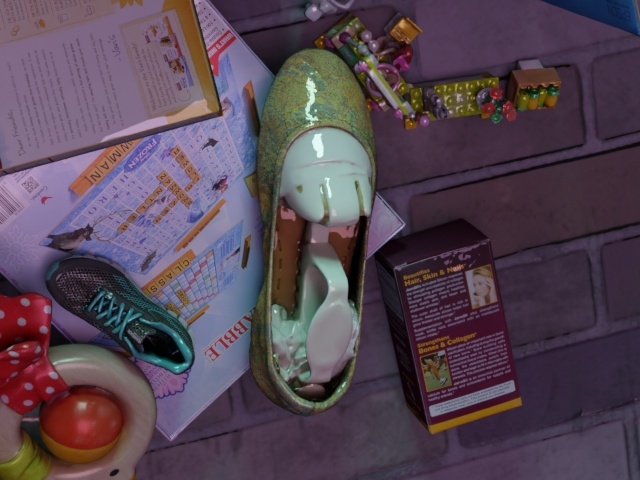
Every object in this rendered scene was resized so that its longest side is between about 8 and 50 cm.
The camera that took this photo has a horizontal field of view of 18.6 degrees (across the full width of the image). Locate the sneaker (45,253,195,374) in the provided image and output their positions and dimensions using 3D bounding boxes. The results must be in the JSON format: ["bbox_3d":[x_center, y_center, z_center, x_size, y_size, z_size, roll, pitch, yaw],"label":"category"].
[{"bbox_3d":[-0.178,0.070,1.807,0.166,0.076,0.065,32,95,-22],"label":"sneaker"}]

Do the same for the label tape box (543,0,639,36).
[{"bbox_3d":[0.248,-0.377,1.789,0.106,0.240,0.334,-22,112,-11],"label":"label tape box"}]

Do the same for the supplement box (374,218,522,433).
[{"bbox_3d":[0.128,0.086,1.973,0.104,0.081,0.188,-17,110,-11],"label":"supplement box"}]

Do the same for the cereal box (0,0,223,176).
[{"bbox_3d":[-0.225,-0.164,1.759,0.240,0.047,0.173,-14,87,1],"label":"cereal box"}]

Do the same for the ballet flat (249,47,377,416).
[{"bbox_3d":[0.000,0.000,1.820,0.123,0.123,0.348,1,105,-17],"label":"ballet flat"}]

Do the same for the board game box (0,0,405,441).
[{"bbox_3d":[-0.136,-0.024,1.870,0.318,0.066,0.318,-42,113,-1],"label":"board game box"}]

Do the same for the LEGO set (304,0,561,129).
[{"bbox_3d":[0.110,-0.159,1.882,0.287,0.107,0.132,28,96,-22],"label":"LEGO set"}]

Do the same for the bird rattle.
[{"bbox_3d":[-0.257,0.158,1.834,0.207,0.143,0.253,0,114,-20],"label":"bird rattle"}]
